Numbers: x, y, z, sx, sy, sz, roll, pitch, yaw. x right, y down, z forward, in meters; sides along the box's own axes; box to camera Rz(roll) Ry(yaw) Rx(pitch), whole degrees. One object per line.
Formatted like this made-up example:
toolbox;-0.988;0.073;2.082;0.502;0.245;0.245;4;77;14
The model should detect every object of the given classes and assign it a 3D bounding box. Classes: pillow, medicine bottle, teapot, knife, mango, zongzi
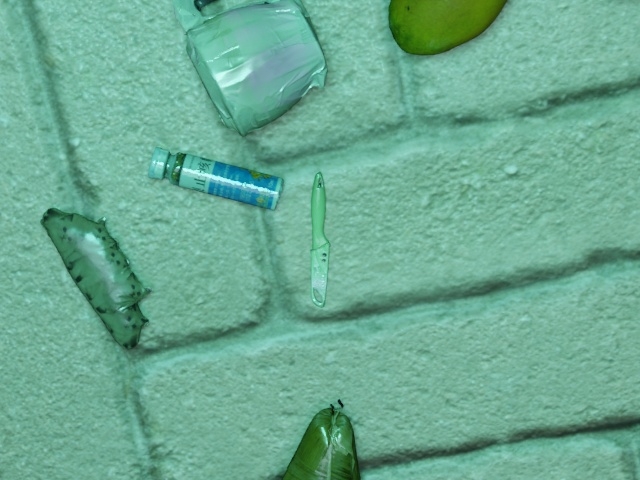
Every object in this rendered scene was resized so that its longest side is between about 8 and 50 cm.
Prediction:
pillow;-0.317;0.045;1.673;0.093;0.051;0.241;-30;99;7
medicine bottle;-0.150;-0.089;1.639;0.191;0.051;0.051;13;103;-3
teapot;-0.088;-0.265;1.566;0.178;0.221;0.163;-27;141;-3
knife;0.000;0.000;1.678;0.030;0.014;0.207;1;105;1
mango;0.183;-0.349;1.540;0.151;0.120;0.221;19;110;-1
zongzi;0.050;0.366;1.725;0.204;0.094;0.205;24;102;-9
